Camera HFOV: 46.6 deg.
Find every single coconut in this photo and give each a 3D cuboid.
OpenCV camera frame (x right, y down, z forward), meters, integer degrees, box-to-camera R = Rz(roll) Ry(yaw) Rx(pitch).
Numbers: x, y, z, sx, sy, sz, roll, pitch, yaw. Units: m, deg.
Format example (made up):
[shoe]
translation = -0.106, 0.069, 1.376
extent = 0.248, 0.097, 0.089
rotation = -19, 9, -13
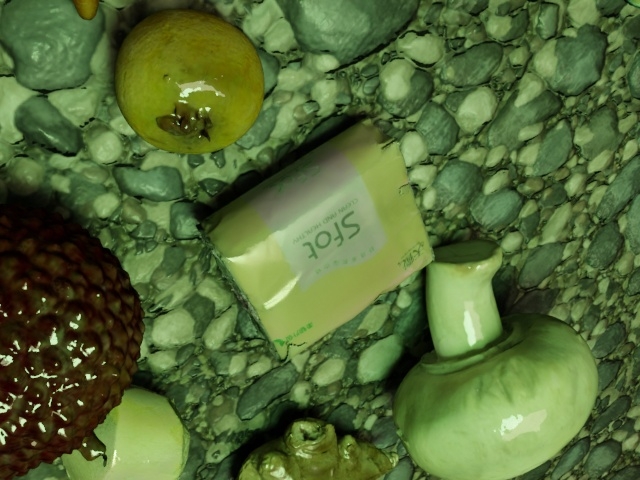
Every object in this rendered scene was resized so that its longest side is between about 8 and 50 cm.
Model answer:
[coconut]
translation = -0.256, 0.252, 0.940
extent = 0.153, 0.147, 0.147
rotation = 17, 110, -33

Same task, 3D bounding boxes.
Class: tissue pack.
[tissue pack]
translation = 0.000, 0.000, 0.933
extent = 0.257, 0.123, 0.215
rotation = -35, 128, -14

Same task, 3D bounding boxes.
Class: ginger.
[ginger]
translation = -0.008, 0.356, 1.159
extent = 0.270, 0.123, 0.218
rotation = -20, 131, -29

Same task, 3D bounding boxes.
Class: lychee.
[lychee]
translation = -0.303, 0.105, 0.737
extent = 0.264, 0.264, 0.300
rotation = -29, 105, -10

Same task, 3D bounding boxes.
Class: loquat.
[loquat]
translation = -0.131, -0.158, 0.747
extent = 0.163, 0.163, 0.137
rotation = 27, 135, -38

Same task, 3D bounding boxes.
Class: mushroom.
[mushroom]
translation = 0.271, 0.201, 1.102
extent = 0.315, 0.315, 0.355
rotation = 10, 114, -33

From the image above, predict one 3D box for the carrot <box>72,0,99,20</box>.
[carrot]
translation = -0.219, -0.319, 0.661
extent = 0.043, 0.043, 0.247
rotation = -11, 125, -23

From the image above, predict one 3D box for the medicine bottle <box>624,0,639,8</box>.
[medicine bottle]
translation = 0.389, -0.481, 0.854
extent = 0.108, 0.108, 0.426
rotation = -31, 131, -8
